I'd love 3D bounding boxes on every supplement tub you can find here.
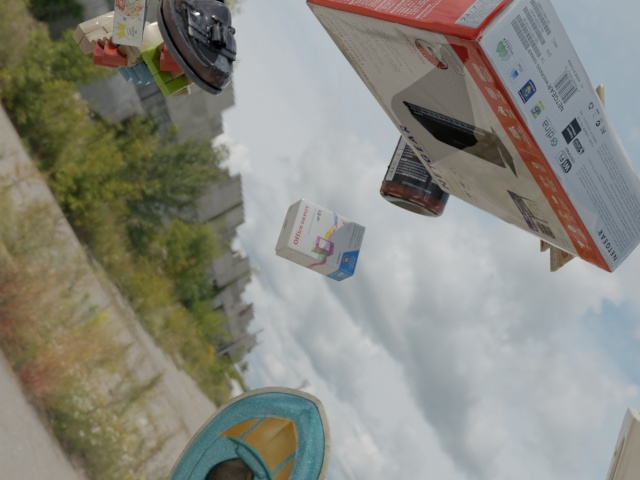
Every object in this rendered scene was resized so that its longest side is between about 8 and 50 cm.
[{"bbox_3d":[0.170,-0.141,1.247,0.106,0.198,0.106,22,-5,2],"label":"supplement tub"}]

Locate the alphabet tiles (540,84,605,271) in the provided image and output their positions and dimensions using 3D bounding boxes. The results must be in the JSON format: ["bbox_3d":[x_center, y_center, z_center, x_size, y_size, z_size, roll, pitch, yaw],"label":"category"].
[{"bbox_3d":[0.340,-0.071,1.120,0.237,0.009,0.198,107,-13,-73],"label":"alphabet tiles"}]

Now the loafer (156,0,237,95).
[{"bbox_3d":[-0.178,-0.337,1.203,0.109,0.095,0.302,28,29,-43],"label":"loafer"}]

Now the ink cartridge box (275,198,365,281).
[{"bbox_3d":[0.000,0.000,1.305,0.122,0.088,0.052,23,-22,-18],"label":"ink cartridge box"}]

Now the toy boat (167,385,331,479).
[{"bbox_3d":[-0.051,0.359,1.141,0.318,0.267,0.148,40,-4,15],"label":"toy boat"}]

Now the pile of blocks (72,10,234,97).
[{"bbox_3d":[-0.318,-0.313,1.448,0.362,0.113,0.149,16,-51,39],"label":"pile of blocks"}]

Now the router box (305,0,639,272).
[{"bbox_3d":[0.171,-0.142,0.886,0.335,0.082,0.301,47,-7,-35],"label":"router box"}]

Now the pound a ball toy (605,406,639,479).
[{"bbox_3d":[0.450,0.348,0.995,0.208,0.319,0.136,17,5,13],"label":"pound a ball toy"}]

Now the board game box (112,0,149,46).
[{"bbox_3d":[-0.162,-0.265,0.728,0.103,0.026,0.154,-99,-161,-52],"label":"board game box"}]
